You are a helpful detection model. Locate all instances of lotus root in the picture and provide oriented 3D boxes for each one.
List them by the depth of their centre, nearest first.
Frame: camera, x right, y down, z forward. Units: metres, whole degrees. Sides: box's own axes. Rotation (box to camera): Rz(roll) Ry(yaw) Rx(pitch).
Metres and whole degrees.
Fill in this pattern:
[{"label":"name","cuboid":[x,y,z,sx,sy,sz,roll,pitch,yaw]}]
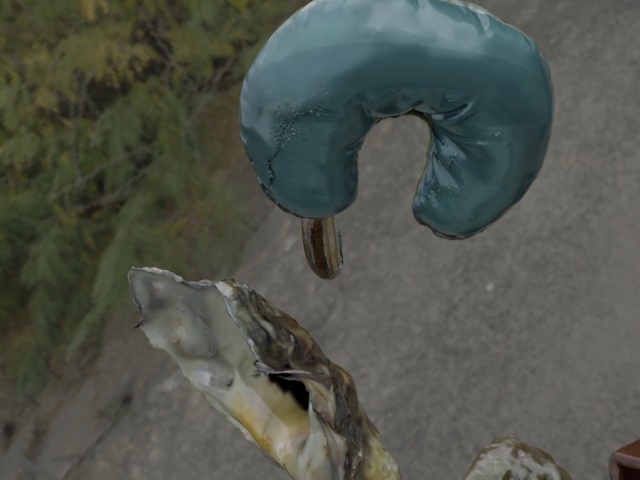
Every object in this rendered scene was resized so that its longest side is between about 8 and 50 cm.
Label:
[{"label":"lotus root","cuboid":[-0.002,0.000,1.075,0.030,0.083,0.037,5,32,24]}]

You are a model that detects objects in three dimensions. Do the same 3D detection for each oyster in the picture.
[{"label":"oyster","cuboid":[-0.026,0.126,0.960,0.100,0.271,0.275,-44,61,-12]}]

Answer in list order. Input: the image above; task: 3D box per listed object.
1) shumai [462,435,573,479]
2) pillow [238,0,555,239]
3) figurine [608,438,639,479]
[{"label":"shumai","cuboid":[0.326,0.432,1.539,0.283,0.217,0.346,-1,85,32]},{"label":"pillow","cuboid":[0.056,-0.086,0.878,0.086,0.233,0.214,-97,15,-48]},{"label":"figurine","cuboid":[0.452,0.284,1.266,0.205,0.283,0.338,-55,25,29]}]
